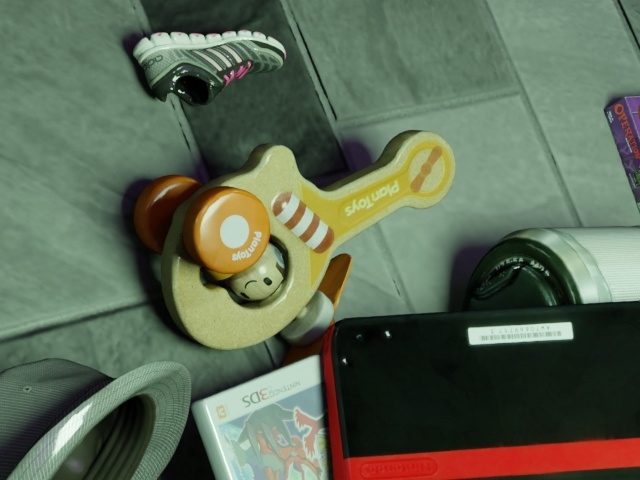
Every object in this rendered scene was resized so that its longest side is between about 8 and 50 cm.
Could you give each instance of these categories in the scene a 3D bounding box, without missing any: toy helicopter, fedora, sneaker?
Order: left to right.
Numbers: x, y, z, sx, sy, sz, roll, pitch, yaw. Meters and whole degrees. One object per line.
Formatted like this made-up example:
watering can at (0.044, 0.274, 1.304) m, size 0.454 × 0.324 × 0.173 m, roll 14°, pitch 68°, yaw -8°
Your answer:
fedora at (-0.245, 0.191, 1.559) m, size 0.124 × 0.243 × 0.275 m, roll 32°, pitch 58°, yaw 17°
sneaker at (-0.112, -0.176, 1.891) m, size 0.170 × 0.063 × 0.075 m, roll -3°, pitch 71°, yaw -30°
toy helicopter at (0.000, 0.000, 1.827) m, size 0.355 × 0.140 × 0.235 m, roll -29°, pitch 111°, yaw -26°

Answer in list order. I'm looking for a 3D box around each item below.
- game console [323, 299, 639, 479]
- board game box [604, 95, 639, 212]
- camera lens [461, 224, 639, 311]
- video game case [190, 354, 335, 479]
game console at (0.206, 0.227, 1.725) m, size 0.386 × 0.060 × 0.342 m, roll -3°, pitch 65°, yaw -5°
board game box at (0.529, -0.091, 2.302) m, size 0.347 × 0.056 × 0.208 m, roll -7°, pitch 69°, yaw -36°
camera lens at (0.308, 0.093, 1.951) m, size 0.274 × 0.219 × 0.219 m, roll -2°, pitch 70°, yaw -35°
video game case at (-0.026, 0.224, 1.699) m, size 0.183 × 0.023 × 0.201 m, roll -18°, pitch 88°, yaw -52°
